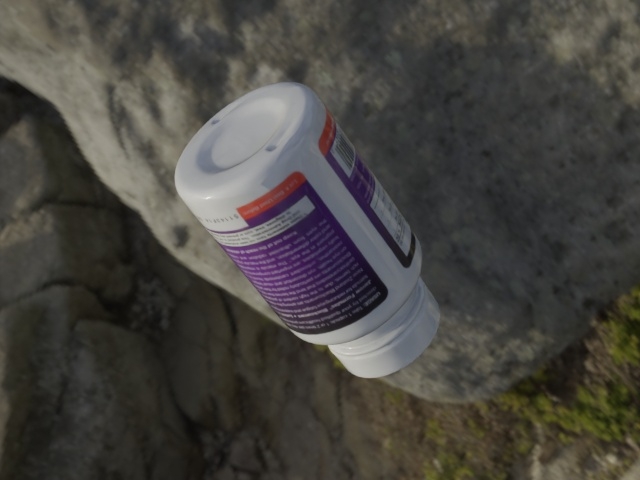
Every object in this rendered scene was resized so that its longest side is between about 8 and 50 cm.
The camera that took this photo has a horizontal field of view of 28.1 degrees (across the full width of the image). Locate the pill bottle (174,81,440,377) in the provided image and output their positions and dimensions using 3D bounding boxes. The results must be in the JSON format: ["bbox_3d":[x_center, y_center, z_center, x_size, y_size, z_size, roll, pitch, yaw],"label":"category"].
[{"bbox_3d":[0.000,0.000,0.842,0.108,0.193,0.108,-25,33,18],"label":"pill bottle"}]
